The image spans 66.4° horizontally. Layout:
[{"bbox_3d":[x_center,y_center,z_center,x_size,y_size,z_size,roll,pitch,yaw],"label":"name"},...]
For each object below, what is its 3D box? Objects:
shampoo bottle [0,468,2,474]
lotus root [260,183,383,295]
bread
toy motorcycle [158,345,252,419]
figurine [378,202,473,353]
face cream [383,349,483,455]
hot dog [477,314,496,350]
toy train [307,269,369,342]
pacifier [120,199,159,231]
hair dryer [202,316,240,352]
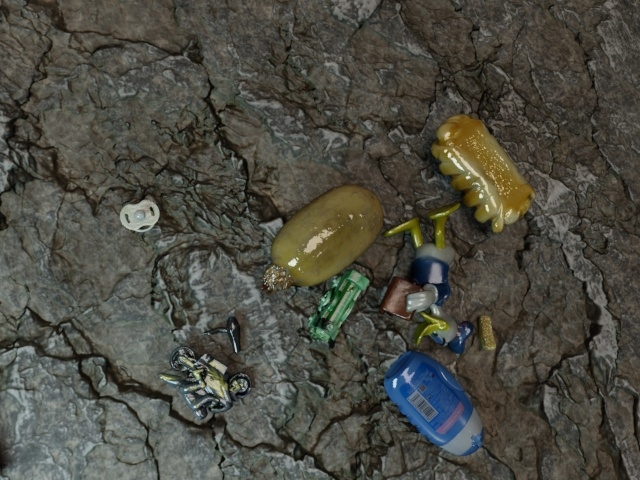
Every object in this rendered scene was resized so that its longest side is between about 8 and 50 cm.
[{"bbox_3d":[-0.699,0.354,0.905,0.127,0.078,0.257,-33,90,-12],"label":"shampoo bottle"},{"bbox_3d":[0.000,0.000,1.106,0.342,0.151,0.169,-38,88,-20],"label":"lotus root"},{"bbox_3d":[0.407,-0.177,1.254,0.172,0.121,0.311,-34,88,-21],"label":"bread"},{"bbox_3d":[-0.246,0.309,1.030,0.193,0.061,0.124,29,66,-14],"label":"toy motorcycle"},{"bbox_3d":[0.259,0.123,1.127,0.283,0.204,0.339,-34,101,-43],"label":"figurine"},{"bbox_3d":[0.271,0.379,1.124,0.149,0.083,0.264,-43,90,-17],"label":"face cream"},{"bbox_3d":[0.411,0.232,1.216,0.030,0.034,0.090,0,59,-3],"label":"hot dog"},{"bbox_3d":[0.038,0.150,1.109,0.071,0.104,0.178,35,74,-8],"label":"toy train"},{"bbox_3d":[-0.394,-0.051,1.071,0.083,0.064,0.068,-18,100,-16],"label":"pacifier"},{"bbox_3d":[-0.217,0.212,1.081,0.083,0.031,0.079,-8,89,-1],"label":"hair dryer"}]
